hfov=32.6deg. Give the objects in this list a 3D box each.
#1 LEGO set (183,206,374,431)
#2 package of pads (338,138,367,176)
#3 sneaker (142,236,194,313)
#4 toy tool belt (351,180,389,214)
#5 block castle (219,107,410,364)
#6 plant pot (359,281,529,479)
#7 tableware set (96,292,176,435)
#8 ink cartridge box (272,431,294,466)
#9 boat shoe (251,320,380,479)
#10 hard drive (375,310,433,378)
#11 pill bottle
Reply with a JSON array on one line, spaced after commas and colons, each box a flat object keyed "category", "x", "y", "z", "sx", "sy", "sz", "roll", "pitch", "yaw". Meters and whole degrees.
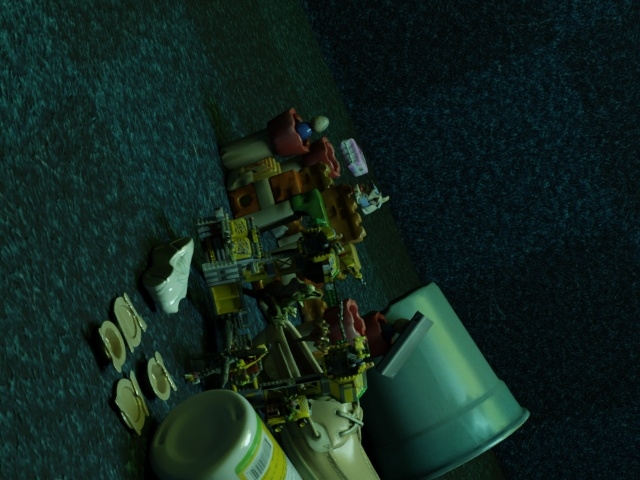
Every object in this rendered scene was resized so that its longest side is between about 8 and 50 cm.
[{"category": "LEGO set", "x": -0.059, "y": 0.081, "z": 1.562, "sx": 0.192, "sy": 0.255, "sz": 0.331, "roll": 83, "pitch": 3, "yaw": -52}, {"category": "package of pads", "x": 0.060, "y": -0.150, "z": 1.976, "sx": 0.083, "sy": 0.032, "sz": 0.050, "roll": 38, "pitch": 34, "yaw": -74}, {"category": "sneaker", "x": -0.204, "y": 0.045, "z": 1.495, "sx": 0.152, "sy": 0.054, "sz": 0.061, "roll": -74, "pitch": 152, "yaw": -59}, {"category": "toy tool belt", "x": 0.089, "y": -0.083, "z": 1.936, "sx": 0.083, "sy": 0.051, "sz": 0.052, "roll": 53, "pitch": 18, "yaw": -60}, {"category": "block castle", "x": 0.000, "y": 0.000, "z": 2.039, "sx": 0.303, "sy": 0.213, "sz": 0.453, "roll": 31, "pitch": 41, "yaw": -70}, {"category": "plant pot", "x": 0.201, "y": 0.284, "z": 2.255, "sx": 0.334, "sy": 0.341, "sz": 0.341, "roll": 63, "pitch": 12, "yaw": 3}, {"category": "tableware set", "x": -0.224, "y": 0.144, "z": 1.310, "sx": 0.168, "sy": 0.020, "sz": 0.141, "roll": -64, "pitch": 133, "yaw": -73}, {"category": "ink cartridge box", "x": -0.020, "y": 0.441, "z": 1.630, "sx": 0.275, "sy": 0.060, "sz": 0.238, "roll": -74, "pitch": 141, "yaw": -69}, {"category": "boat shoe", "x": 0.003, "y": 0.270, "z": 1.630, "sx": 0.341, "sy": 0.110, "sz": 0.122, "roll": 51, "pitch": 18, "yaw": 14}, {"category": "hard drive", "x": 0.158, "y": 0.197, "z": 2.057, "sx": 0.022, "sy": 0.135, "sz": 0.094, "roll": 37, "pitch": 0, "yaw": 20}, {"category": "pill bottle", "x": -0.094, "y": 0.308, "z": 1.340, "sx": 0.136, "sy": 0.136, "sz": 0.245, "roll": -94, "pitch": 160, "yaw": -51}]
